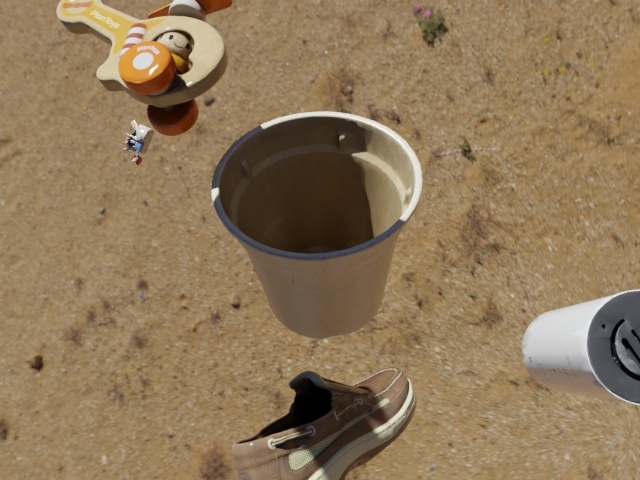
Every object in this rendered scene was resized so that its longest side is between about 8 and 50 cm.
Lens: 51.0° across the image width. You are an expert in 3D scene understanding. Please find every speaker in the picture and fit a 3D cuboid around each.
[{"bbox_3d":[0.154,0.061,0.374,0.055,0.136,0.055,-1,79,4],"label":"speaker"}]

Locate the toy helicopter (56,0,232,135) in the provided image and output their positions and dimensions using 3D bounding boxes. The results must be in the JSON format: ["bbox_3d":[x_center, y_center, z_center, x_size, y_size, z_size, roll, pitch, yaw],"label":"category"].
[{"bbox_3d":[-0.298,-0.349,1.118,0.355,0.140,0.235,31,73,23],"label":"toy helicopter"}]

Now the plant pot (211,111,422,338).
[{"bbox_3d":[0.000,0.000,1.170,0.333,0.305,0.334,-2,49,2],"label":"plant pot"}]

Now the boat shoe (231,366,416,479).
[{"bbox_3d":[0.012,0.167,0.646,0.095,0.257,0.095,-21,93,34],"label":"boat shoe"}]

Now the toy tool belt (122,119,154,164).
[{"bbox_3d":[-0.388,-0.206,1.407,0.051,0.052,0.083,28,102,8],"label":"toy tool belt"}]
